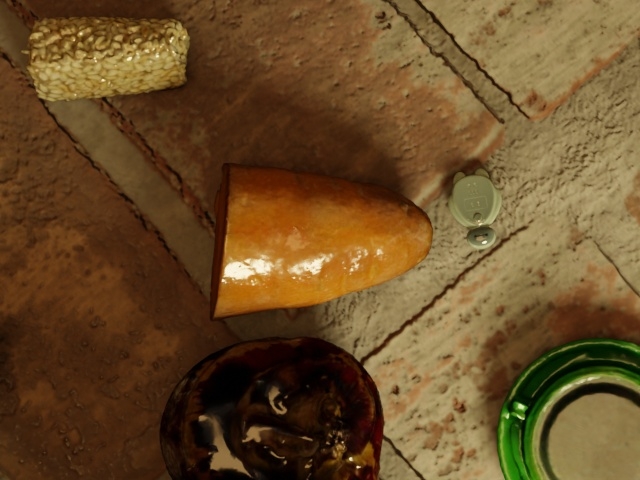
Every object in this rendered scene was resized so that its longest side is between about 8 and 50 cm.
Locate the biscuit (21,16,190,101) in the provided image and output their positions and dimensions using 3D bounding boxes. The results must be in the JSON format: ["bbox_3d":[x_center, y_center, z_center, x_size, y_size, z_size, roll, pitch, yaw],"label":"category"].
[{"bbox_3d":[-0.218,-0.189,1.867,0.168,0.082,0.070,-3,65,5],"label":"biscuit"}]

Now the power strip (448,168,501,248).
[{"bbox_3d":[0.160,-0.031,1.866,0.055,0.035,0.083,-10,77,4],"label":"power strip"}]

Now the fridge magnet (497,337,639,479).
[{"bbox_3d":[0.281,0.202,1.826,0.208,0.088,0.208,0,91,4],"label":"fridge magnet"}]

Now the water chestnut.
[{"bbox_3d":[-0.038,0.194,1.785,0.224,0.238,0.223,4,76,-17],"label":"water chestnut"}]

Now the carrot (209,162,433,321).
[{"bbox_3d":[0.000,0.000,1.832,0.225,0.159,0.159,-1,91,-9],"label":"carrot"}]
